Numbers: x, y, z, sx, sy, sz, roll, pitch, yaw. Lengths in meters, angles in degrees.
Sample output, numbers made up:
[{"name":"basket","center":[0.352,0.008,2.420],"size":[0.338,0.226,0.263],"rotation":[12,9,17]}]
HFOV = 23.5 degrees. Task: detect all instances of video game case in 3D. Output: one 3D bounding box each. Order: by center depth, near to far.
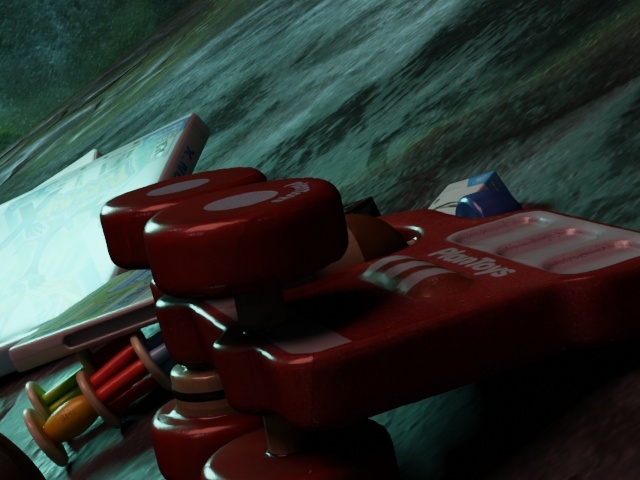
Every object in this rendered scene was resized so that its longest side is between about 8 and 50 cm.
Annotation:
[{"name":"video game case","center":[-0.123,0.037,1.238],"size":[0.193,0.023,0.212],"rotation":[-20,8,20]},{"name":"video game case","center":[-0.283,0.023,1.585],"size":[0.329,0.036,0.300],"rotation":[-21,33,33]}]

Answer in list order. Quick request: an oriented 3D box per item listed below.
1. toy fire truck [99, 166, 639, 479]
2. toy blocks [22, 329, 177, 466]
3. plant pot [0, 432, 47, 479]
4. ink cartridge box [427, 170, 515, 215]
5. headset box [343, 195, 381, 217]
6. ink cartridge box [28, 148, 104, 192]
[{"name":"toy fire truck","center":[0.028,0.035,0.851],"size":[0.254,0.169,0.302],"rotation":[-15,10,-16]},{"name":"toy blocks","center":[-0.154,0.100,1.186],"size":[0.148,0.054,0.123],"rotation":[-35,15,0]},{"name":"plant pot","center":[-0.265,0.209,0.930],"size":[0.167,0.167,0.165],"rotation":[-26,27,33]},{"name":"ink cartridge box","center":[0.089,-0.008,1.034],"size":[0.048,0.028,0.083],"rotation":[-18,24,49]},{"name":"headset box","center":[0.000,0.000,1.174],"size":[0.062,0.032,0.083],"rotation":[-32,9,-41]},{"name":"ink cartridge box","center":[-0.363,0.051,1.758],"size":[0.296,0.066,0.261],"rotation":[-31,29,17]}]
